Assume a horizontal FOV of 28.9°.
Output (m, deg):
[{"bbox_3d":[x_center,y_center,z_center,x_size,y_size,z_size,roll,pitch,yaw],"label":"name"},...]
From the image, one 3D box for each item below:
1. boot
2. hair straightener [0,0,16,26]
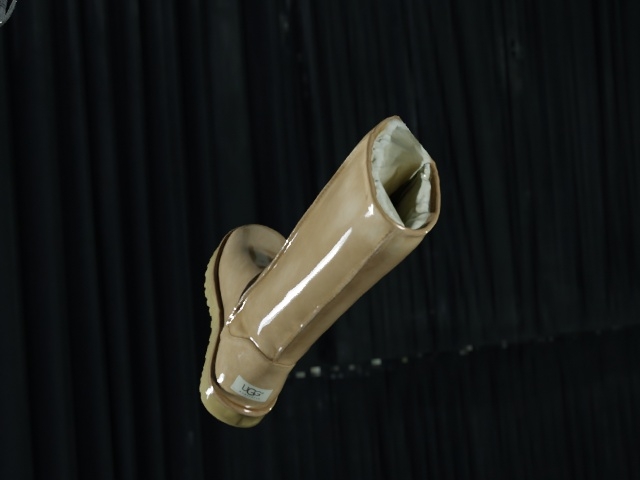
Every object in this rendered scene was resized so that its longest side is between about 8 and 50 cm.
[{"bbox_3d":[0.000,0.000,1.025,0.089,0.236,0.269,21,129,-21],"label":"boot"},{"bbox_3d":[-0.315,-0.148,0.826,0.230,0.047,0.089,-15,-170,-33],"label":"hair straightener"}]
